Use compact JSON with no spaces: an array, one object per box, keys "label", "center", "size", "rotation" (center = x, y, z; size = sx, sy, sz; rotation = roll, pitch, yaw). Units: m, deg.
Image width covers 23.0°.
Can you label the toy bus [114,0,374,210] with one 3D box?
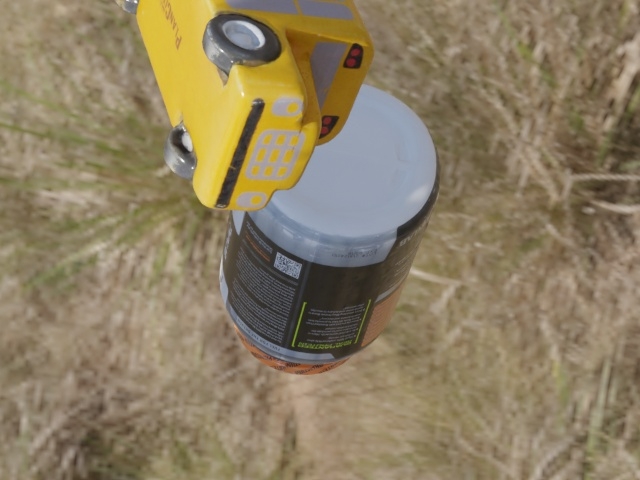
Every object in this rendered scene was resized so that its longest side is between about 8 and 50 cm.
[{"label":"toy bus","center":[-0.060,-0.167,1.102],"size":[0.333,0.130,0.108],"rotation":[-112,35,-41]}]

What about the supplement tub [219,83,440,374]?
[{"label":"supplement tub","center":[0.000,0.000,1.597],"size":[0.316,0.193,0.194],"rotation":[107,148,-56]}]
